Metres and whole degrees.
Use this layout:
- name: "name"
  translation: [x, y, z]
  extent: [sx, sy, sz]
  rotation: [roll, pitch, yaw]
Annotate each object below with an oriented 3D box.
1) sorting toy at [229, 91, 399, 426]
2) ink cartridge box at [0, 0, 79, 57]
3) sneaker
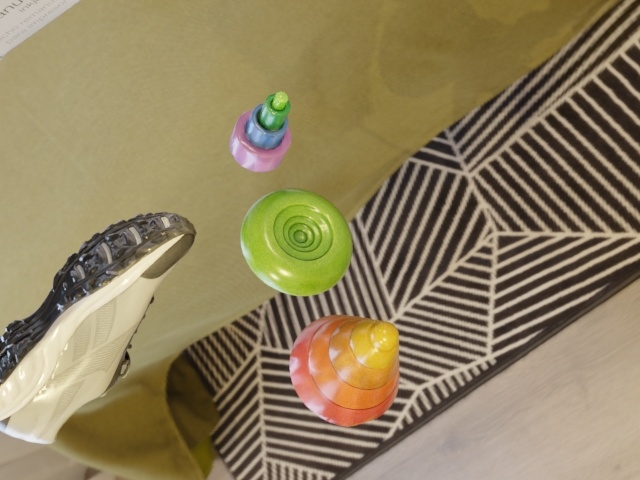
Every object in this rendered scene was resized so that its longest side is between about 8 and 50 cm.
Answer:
- name: "sorting toy"
  translation: [0.000, 0.000, 0.785]
  extent: [0.365, 0.127, 0.126]
  rotation: [68, 154, 18]
- name: "ink cartridge box"
  translation: [-0.275, -0.176, 0.384]
  extent: [0.223, 0.307, 0.129]
  rotation: [-32, 86, 7]
- name: "sneaker"
  translation: [-0.216, 0.082, 0.735]
  extent: [0.271, 0.108, 0.100]
  rotation: [-46, 32, 1]
